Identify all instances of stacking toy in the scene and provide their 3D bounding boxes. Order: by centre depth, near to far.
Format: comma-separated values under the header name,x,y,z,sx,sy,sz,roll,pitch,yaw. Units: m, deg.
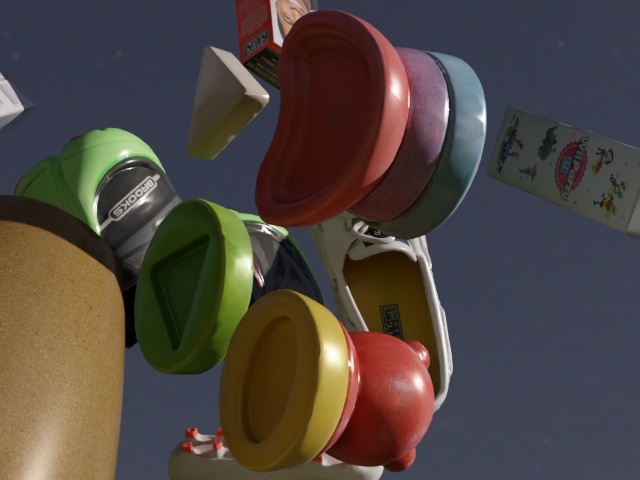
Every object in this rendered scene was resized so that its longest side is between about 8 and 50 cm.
name,x,y,z,sx,sy,sz,roll,pitch,yaw
stacking toy,0.000,0.000,1.172,0.130,0.309,0.279,14,2,-32

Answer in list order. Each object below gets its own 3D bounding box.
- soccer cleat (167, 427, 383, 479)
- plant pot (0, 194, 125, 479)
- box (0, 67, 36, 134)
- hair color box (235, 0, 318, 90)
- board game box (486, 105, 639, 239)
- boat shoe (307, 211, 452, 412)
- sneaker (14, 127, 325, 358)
name,x,y,z,sx,sy,sz,roll,pitch,yaw
soccer cleat,-0.039,0.211,1.474,0.196,0.068,0.076,1,-67,9
plant pot,-0.212,0.102,0.978,0.237,0.254,0.237,12,-41,10
box,-0.319,-0.160,1.312,0.186,0.038,0.145,49,9,-4
hair color box,-0.038,-0.201,1.445,0.043,0.141,0.072,-30,-41,30
board game box,0.367,-0.058,1.908,0.224,0.097,0.303,16,6,-27
boat shoe,0.052,-0.001,1.596,0.136,0.367,0.156,-9,-9,-14
sneaker,-0.137,0.058,1.662,0.185,0.202,0.483,-31,-28,17
